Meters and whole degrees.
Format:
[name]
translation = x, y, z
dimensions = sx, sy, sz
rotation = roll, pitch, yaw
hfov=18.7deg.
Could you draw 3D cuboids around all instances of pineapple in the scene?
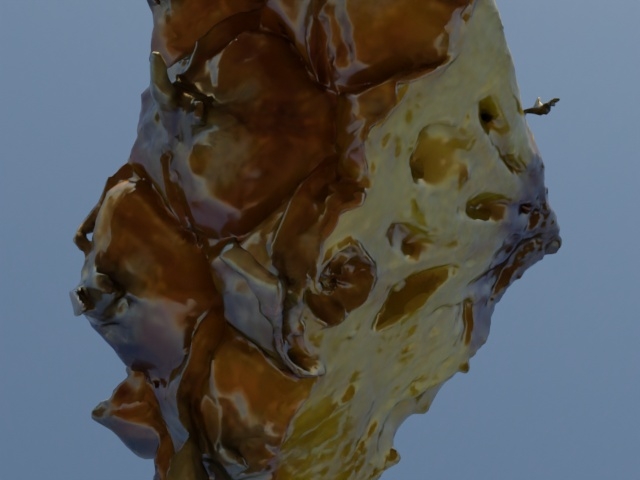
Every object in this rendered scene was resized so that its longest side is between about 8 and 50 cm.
[pineapple]
translation = 0.000, 0.000, 0.387
dimensions = 0.069, 0.137, 0.116
rotation = 26, -160, 33
